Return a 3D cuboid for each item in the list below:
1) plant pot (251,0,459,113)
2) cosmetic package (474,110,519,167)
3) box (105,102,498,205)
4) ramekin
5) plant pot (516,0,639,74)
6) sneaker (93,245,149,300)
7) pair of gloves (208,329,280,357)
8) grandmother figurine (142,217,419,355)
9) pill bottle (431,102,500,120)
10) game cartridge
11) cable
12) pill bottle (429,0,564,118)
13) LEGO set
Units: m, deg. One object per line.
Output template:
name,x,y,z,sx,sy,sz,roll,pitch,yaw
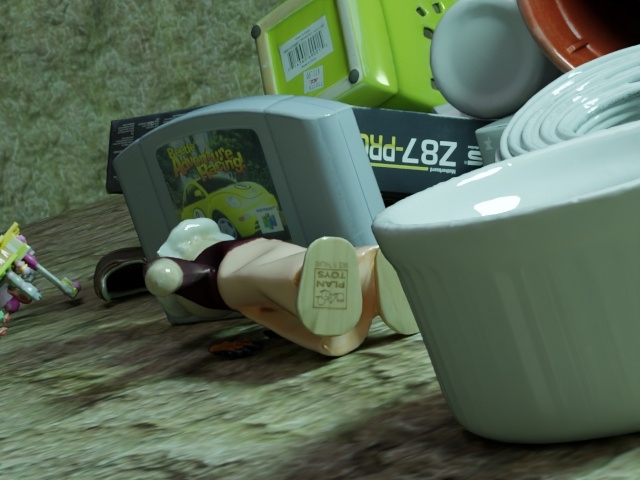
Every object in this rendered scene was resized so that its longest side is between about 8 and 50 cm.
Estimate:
plant pot,0.053,-0.209,2.344,0.207,0.227,0.228,12,-31,-44
cosmetic package,0.271,-0.100,1.914,0.127,0.107,0.238,-8,13,39
box,-0.011,-0.085,2.051,0.318,0.097,0.395,6,-3,-28
ramekin,0.179,0.014,1.104,0.277,0.135,0.277,-16,7,2
plant pot,0.354,-0.282,1.891,0.272,0.272,0.265,-13,5,24
sneaker,-0.160,0.027,2.126,0.188,0.066,0.071,-21,23,9
pair of gloves,-0.049,0.080,1.606,0.083,0.010,0.074,-18,7,-19
grandmother figurine,-0.050,0.034,1.581,0.208,0.104,0.342,9,-3,-26
pill bottle,0.239,-0.141,2.223,0.208,0.117,0.117,-17,7,-5
game cartridge,-0.067,-0.030,1.751,0.294,0.196,0.060,-10,9,45
cable,0.276,-0.086,1.644,0.257,0.089,0.257,-36,24,-30
pill bottle,0.220,-0.196,2.051,0.131,0.131,0.229,-12,-2,29
LEGO set,-0.348,0.066,2.188,0.132,0.107,0.287,-50,4,15
